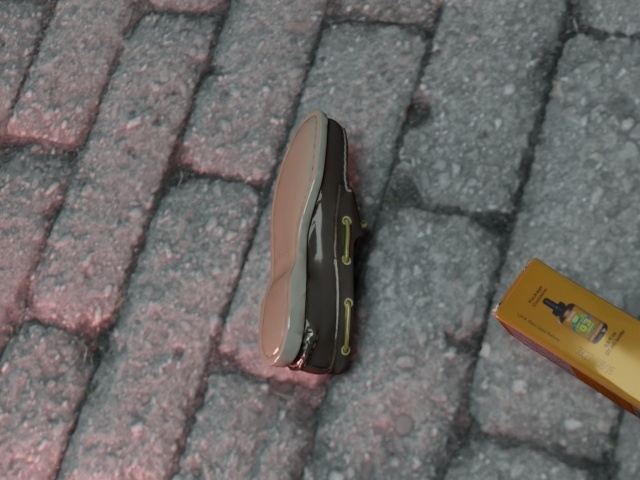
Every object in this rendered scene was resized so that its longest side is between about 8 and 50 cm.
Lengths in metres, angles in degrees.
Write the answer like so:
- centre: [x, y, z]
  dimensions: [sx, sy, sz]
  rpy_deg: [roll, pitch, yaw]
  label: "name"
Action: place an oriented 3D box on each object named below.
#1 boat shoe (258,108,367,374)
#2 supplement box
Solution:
- centre: [0.000, 0.000, 1.161]
  dimensions: [0.117, 0.097, 0.324]
  rpy_deg: [-36, 44, 57]
  label: "boat shoe"
- centre: [0.294, 0.113, 0.991]
  dimensions: [0.233, 0.080, 0.078]
  rpy_deg: [35, 86, 30]
  label: "supplement box"
